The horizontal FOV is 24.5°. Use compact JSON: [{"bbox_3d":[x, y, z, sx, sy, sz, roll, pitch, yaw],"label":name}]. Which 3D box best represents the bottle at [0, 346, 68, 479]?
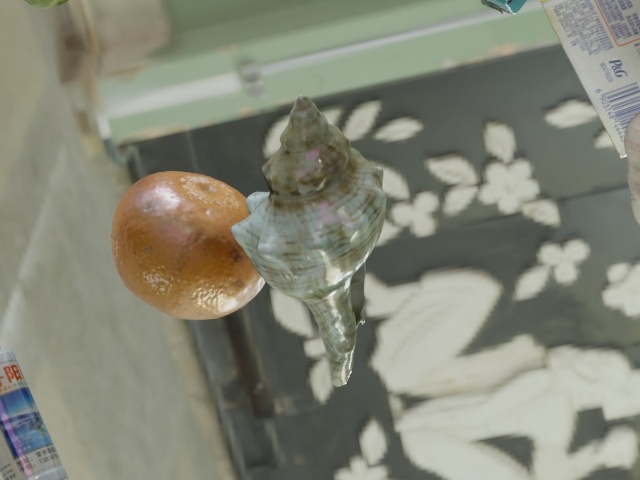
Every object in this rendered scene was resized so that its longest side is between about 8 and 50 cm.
[{"bbox_3d":[-0.309,0.143,1.403,0.217,0.060,0.060,63,4,9],"label":"bottle"}]

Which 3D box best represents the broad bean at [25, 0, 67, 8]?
[{"bbox_3d":[-0.148,-0.168,0.842,0.045,0.083,0.063,16,39,-35],"label":"broad bean"}]

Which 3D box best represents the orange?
[{"bbox_3d":[-0.171,0.008,1.947,0.224,0.224,0.170,-84,-163,-69],"label":"orange"}]

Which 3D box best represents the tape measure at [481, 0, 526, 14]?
[{"bbox_3d":[0.182,-0.298,1.420,0.081,0.125,0.146,33,1,29],"label":"tape measure"}]

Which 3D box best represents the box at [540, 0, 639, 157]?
[{"bbox_3d":[0.384,-0.242,1.754,0.265,0.168,0.097,52,28,-35],"label":"box"}]

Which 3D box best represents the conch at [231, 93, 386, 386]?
[{"bbox_3d":[-0.013,-0.005,1.676,0.203,0.170,0.386,-60,166,-44],"label":"conch"}]

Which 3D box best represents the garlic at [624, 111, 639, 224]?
[{"bbox_3d":[0.450,-0.069,1.612,0.226,0.199,0.199,41,-27,54],"label":"garlic"}]
